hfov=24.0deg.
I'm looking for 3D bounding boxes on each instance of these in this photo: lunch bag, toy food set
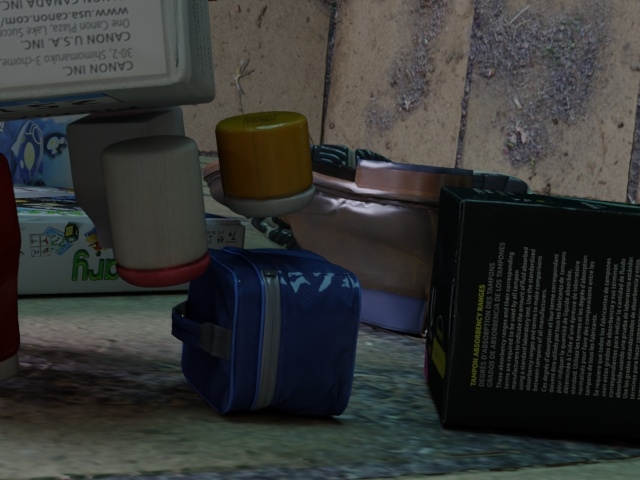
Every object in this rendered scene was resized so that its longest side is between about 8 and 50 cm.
[{"bbox_3d":[-0.029,0.037,0.665,0.065,0.067,0.098,4,6,-20],"label":"lunch bag"},{"bbox_3d":[-0.117,0.004,0.662,0.232,0.104,0.111,0,16,19],"label":"toy food set"}]

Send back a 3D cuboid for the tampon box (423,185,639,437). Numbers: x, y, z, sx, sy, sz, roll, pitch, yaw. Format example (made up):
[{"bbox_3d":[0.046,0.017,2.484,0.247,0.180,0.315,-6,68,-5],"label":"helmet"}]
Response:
[{"bbox_3d":[0.134,0.033,0.705,0.161,0.101,0.120,5,4,0],"label":"tampon box"}]

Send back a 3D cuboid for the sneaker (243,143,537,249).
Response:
[{"bbox_3d":[0.063,-0.012,1.337,0.275,0.107,0.110,11,-14,4],"label":"sneaker"}]

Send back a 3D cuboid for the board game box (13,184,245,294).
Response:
[{"bbox_3d":[-0.225,-0.004,0.991,0.193,0.053,0.305,12,8,43],"label":"board game box"}]

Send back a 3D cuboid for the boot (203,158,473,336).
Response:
[{"bbox_3d":[0.000,0.000,0.976,0.219,0.106,0.082,5,2,45],"label":"boot"}]

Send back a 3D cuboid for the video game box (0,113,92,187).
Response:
[{"bbox_3d":[-0.227,-0.093,1.151,0.048,0.205,0.187,14,9,35],"label":"video game box"}]

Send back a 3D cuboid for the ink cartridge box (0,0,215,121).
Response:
[{"bbox_3d":[-0.195,-0.080,0.668,0.296,0.066,0.261,-5,3,1],"label":"ink cartridge box"}]
